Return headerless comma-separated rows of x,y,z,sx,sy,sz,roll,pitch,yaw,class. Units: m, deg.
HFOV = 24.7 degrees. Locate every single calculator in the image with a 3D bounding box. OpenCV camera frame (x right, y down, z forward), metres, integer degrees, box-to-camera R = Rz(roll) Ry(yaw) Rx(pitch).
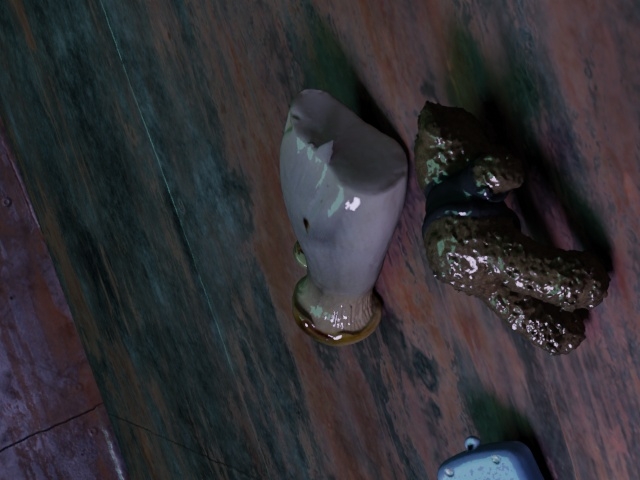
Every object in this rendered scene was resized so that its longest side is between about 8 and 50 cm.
0.203,0.303,1.553,0.121,0.039,0.210,-25,91,38,calculator

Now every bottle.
-0.001,-0.002,1.797,0.101,0.047,0.063,127,125,-64,bottle

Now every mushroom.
0.021,-0.013,1.659,0.328,0.122,0.159,94,157,-52,mushroom

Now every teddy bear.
0.151,-0.010,1.329,0.251,0.129,0.182,59,154,20,teddy bear
